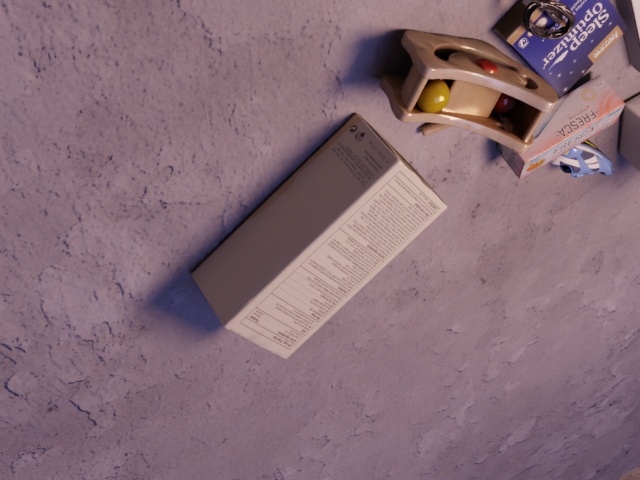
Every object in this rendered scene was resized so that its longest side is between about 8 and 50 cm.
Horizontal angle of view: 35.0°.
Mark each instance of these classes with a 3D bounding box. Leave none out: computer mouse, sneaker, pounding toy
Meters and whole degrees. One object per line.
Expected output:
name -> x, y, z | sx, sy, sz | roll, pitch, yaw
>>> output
computer mouse -> 0.241, -0.319, 1.245 | 0.071, 0.041, 0.242 | -47, 136, 11
sneaker -> 0.411, -0.128, 1.602 | 0.144, 0.053, 0.059 | 21, 115, -40
pounding toy -> 0.191, -0.159, 1.298 | 0.269, 0.154, 0.155 | -2, 131, -38

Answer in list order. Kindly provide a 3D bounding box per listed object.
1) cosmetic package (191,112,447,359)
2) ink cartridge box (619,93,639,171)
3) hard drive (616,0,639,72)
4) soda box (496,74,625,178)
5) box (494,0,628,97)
cosmetic package -> 0.000, 0.000, 1.347 | 0.309, 0.113, 0.160 | -42, 143, 8
ink cartridge box -> 0.669, -0.185, 1.608 | 0.307, 0.223, 0.129 | -30, 144, -10
hard drive -> 0.563, -0.395, 1.448 | 0.307, 0.040, 0.203 | -39, 144, 1
soda box -> 0.353, -0.167, 1.491 | 0.183, 0.063, 0.058 | -30, 160, -11
box -> 0.341, -0.282, 1.390 | 0.136, 0.036, 0.225 | -47, 144, 12
